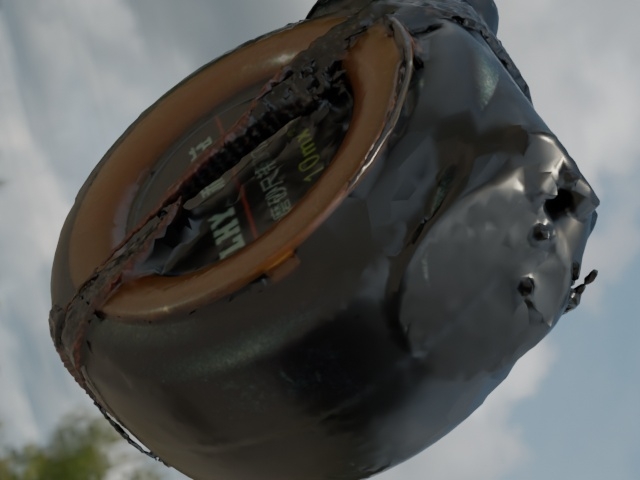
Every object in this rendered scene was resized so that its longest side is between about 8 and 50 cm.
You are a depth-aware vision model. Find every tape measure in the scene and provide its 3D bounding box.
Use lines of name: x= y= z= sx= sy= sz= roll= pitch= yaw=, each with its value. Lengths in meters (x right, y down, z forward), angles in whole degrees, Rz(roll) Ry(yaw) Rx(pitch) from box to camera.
tape measure: x=0.000 y=0.000 z=0.790 sx=0.135 sy=0.223 sz=0.202 roll=52 pitch=9 yaw=-34
